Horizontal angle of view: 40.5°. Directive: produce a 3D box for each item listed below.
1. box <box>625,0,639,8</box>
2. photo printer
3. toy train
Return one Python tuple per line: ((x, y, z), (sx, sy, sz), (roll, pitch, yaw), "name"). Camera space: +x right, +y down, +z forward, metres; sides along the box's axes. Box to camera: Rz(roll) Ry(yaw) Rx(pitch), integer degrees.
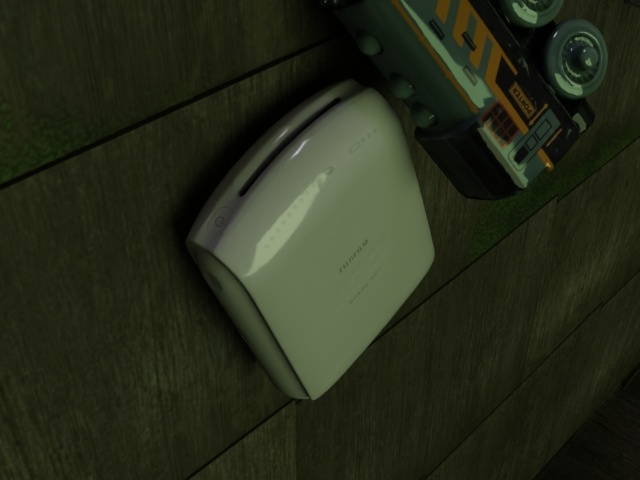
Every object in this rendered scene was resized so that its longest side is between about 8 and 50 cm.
((0.513, -0.434, 1.208), (0.087, 0.169, 0.290), (-50, 148, -10), "box")
((0.000, 0.000, 0.913), (0.256, 0.107, 0.307), (-47, 145, -19), "photo printer")
((0.135, -0.195, 0.822), (0.190, 0.142, 0.334), (-48, 114, -15), "toy train")
